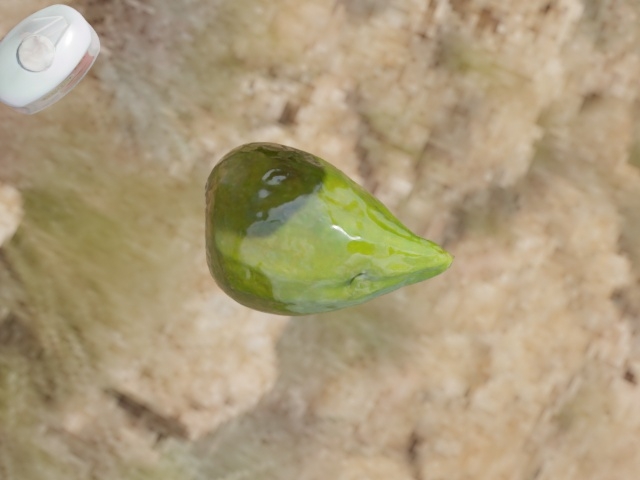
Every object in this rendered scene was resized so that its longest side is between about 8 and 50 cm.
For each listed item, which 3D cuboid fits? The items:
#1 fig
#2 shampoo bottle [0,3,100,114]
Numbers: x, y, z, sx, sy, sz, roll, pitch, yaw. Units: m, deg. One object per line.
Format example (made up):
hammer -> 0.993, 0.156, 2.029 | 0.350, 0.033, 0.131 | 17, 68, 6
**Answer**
fig -> -0.015, 0.008, 1.750 | 0.167, 0.233, 0.167 | -47, 164, -18
shampoo bottle -> -0.168, -0.110, 1.134 | 0.072, 0.043, 0.099 | -44, -176, -2
